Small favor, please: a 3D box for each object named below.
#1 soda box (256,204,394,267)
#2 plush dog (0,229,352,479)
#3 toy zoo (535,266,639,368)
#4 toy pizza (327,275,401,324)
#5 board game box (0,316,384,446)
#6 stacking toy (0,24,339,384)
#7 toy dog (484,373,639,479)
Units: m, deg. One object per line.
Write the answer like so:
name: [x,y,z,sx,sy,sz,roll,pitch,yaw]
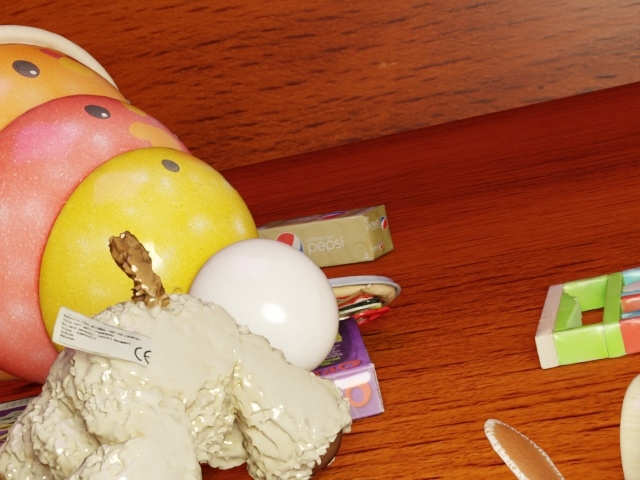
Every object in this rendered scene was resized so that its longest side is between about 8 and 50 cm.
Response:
soda box: [0.000,0.000,2.021,0.181,0.061,0.058,-8,10,34]
plush dog: [-0.146,0.133,1.115,0.262,0.210,0.225,-21,-15,-48]
toy zoo: [0.336,0.046,1.342,0.293,0.030,0.192,-11,9,15]
toy pizza: [-0.019,0.077,1.507,0.201,0.032,0.201,-12,-13,-3]
board game box: [-0.125,0.145,1.363,0.347,0.056,0.208,-14,5,0]
stacking toy: [-0.163,0.018,1.368,0.480,0.350,0.351,18,28,39]
toy dog: [0.198,0.100,0.791,0.220,0.161,0.333,-12,9,10]
